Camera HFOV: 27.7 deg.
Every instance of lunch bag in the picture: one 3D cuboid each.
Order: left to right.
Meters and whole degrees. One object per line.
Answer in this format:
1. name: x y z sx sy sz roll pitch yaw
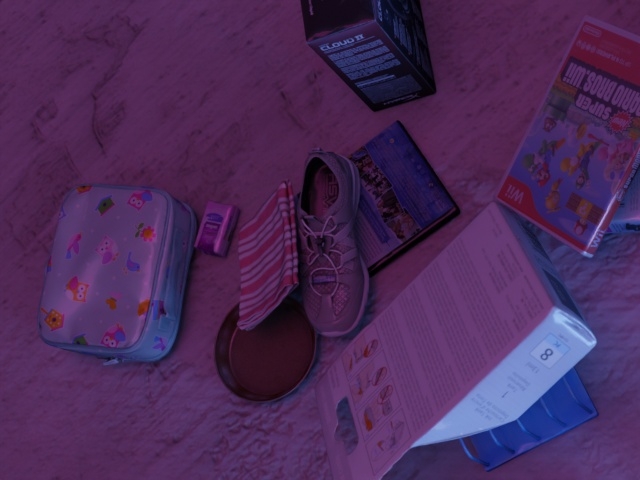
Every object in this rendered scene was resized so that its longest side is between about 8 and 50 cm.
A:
1. lunch bag: -0.311 0.055 2.022 0.224 0.108 0.279 4 76 22

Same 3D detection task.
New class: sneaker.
1. sneaker: 0.000 0.000 1.869 0.105 0.115 0.281 -11 70 20

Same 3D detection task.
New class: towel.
1. towel: -0.081 0.020 1.909 0.144 0.029 0.197 -45 38 42

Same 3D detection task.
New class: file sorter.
1. file sorter: 0.257 0.211 1.719 0.170 0.104 0.118 -30 65 13

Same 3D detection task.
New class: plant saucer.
1. plant saucer: -0.078 0.160 1.929 0.168 0.029 0.168 -7 72 23

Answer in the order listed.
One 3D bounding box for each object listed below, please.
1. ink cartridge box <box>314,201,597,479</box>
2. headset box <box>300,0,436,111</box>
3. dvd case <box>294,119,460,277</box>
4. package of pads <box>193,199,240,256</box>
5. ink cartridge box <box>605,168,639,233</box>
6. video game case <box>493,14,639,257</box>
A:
1. ink cartridge box: 0.161 0.164 1.707 0.385 0.091 0.308 -48 23 16
2. headset box: 0.057 -0.347 1.878 0.110 0.293 0.218 -16 69 19
3. dvd case: 0.061 -0.038 1.933 0.253 0.022 0.180 -36 64 10
4. package of pads: -0.162 -0.019 2.021 0.050 0.032 0.083 12 79 29
5. ink cartridge box: 0.478 -0.107 1.744 0.311 0.065 0.185 -4 71 25
6. video game case: 0.358 -0.144 1.735 0.204 0.025 0.285 40 108 52
